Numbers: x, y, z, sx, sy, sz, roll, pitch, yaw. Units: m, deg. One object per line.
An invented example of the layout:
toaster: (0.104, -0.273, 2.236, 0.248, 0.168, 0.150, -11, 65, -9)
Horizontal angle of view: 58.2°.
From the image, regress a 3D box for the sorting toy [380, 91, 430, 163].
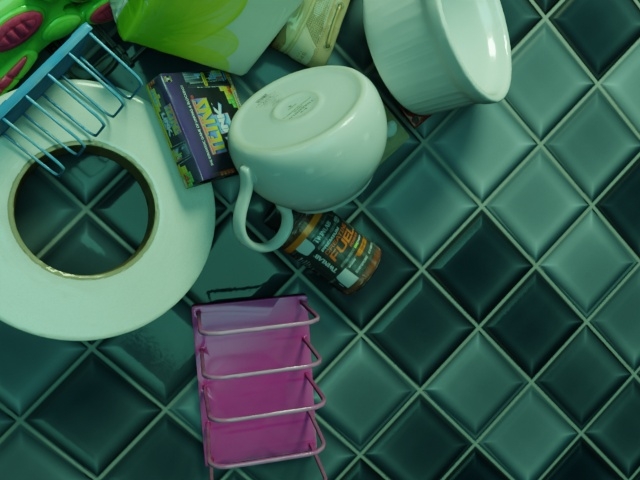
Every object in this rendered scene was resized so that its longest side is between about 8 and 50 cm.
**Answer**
sorting toy: (0.069, -0.193, 1.007, 0.274, 0.046, 0.132, -43, 102, -4)

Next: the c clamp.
c clamp: (-0.371, -0.328, 0.919, 0.161, 0.022, 0.137, 42, 91, -14)

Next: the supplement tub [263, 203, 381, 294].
supplement tub: (0.000, 0.000, 0.982, 0.198, 0.106, 0.106, 36, 88, -13)

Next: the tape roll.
tape roll: (-0.356, -0.044, 0.870, 0.393, 0.072, 0.391, 1, 87, -25)

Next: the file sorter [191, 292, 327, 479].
file sorter: (-0.099, 0.255, 0.948, 0.202, 0.182, 0.290, -5, 96, -12)

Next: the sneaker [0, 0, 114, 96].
sneaker: (-0.418, -0.373, 0.801, 0.483, 0.185, 0.202, -39, 82, -12)

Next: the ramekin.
ramekin: (0.186, -0.335, 0.911, 0.277, 0.135, 0.276, 18, 67, -49)

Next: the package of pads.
package of pads: (-0.124, -0.384, 0.808, 0.296, 0.229, 0.101, -42, 63, 31)

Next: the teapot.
teapot: (-0.008, -0.127, 0.877, 0.256, 0.252, 0.187, -14, 132, 11)

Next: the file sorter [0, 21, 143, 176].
file sorter: (-0.341, -0.184, 0.782, 0.104, 0.118, 0.170, 42, 71, -22)

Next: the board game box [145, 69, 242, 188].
board game box: (-0.178, -0.180, 0.910, 0.141, 0.048, 0.170, -27, 97, -50)

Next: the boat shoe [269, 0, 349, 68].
boat shoe: (0.035, -0.450, 0.946, 0.110, 0.121, 0.340, 25, 98, -20)
